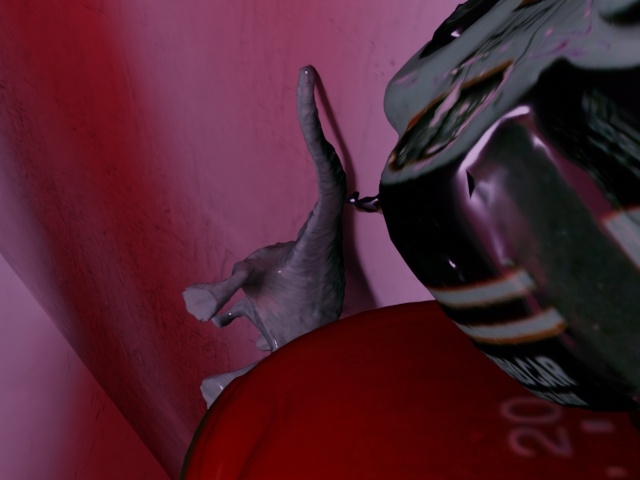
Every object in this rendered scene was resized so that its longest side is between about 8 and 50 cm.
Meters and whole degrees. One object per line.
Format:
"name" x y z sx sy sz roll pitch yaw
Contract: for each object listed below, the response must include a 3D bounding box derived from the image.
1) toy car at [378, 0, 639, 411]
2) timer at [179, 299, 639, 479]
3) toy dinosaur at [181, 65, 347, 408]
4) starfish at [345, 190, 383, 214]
"toy car" 0.096 -0.017 0.552 0.136 0.125 0.306 51 169 -7
"timer" 0.071 0.211 0.751 0.378 0.279 0.378 -177 90 -79
"toy dinosaur" -0.034 0.033 1.121 0.076 0.129 0.383 41 165 9
"starfish" 0.070 -0.009 0.830 0.130 0.041 0.133 25 158 32
